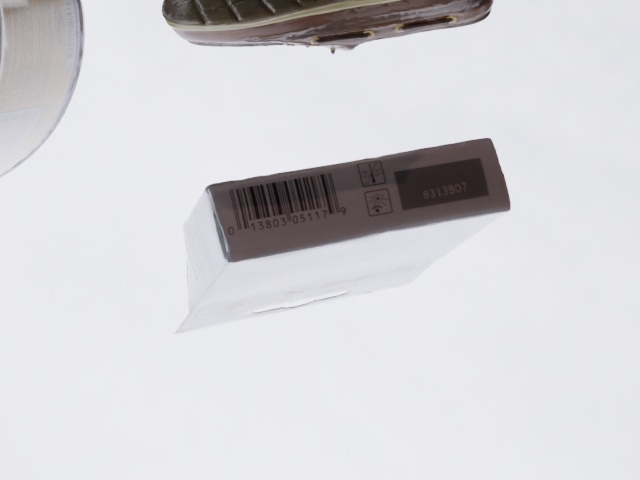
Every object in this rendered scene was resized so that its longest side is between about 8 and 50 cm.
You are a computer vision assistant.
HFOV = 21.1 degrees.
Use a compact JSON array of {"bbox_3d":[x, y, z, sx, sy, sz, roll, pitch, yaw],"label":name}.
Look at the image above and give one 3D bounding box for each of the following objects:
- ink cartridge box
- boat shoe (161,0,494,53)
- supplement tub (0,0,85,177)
[{"bbox_3d":[0.000,0.000,1.146,0.189,0.232,0.066,-11,-97,-16],"label":"ink cartridge box"},{"bbox_3d":[0.004,-0.122,0.890,0.060,0.178,0.064,61,-151,-45],"label":"boat shoe"},{"bbox_3d":[-0.302,-0.134,1.115,0.241,0.241,0.331,46,-171,-1],"label":"supplement tub"}]
